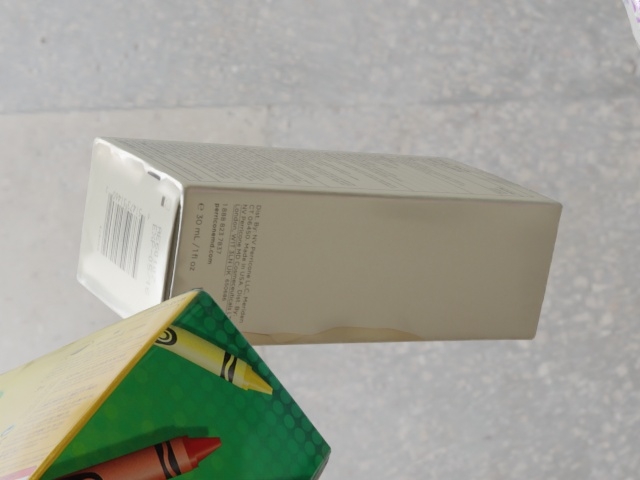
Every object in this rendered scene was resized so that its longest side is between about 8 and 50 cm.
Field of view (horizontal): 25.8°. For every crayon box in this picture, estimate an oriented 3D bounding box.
[{"bbox_3d":[-0.146,0.131,0.495,0.278,0.165,0.081,-24,109,40],"label":"crayon box"}]

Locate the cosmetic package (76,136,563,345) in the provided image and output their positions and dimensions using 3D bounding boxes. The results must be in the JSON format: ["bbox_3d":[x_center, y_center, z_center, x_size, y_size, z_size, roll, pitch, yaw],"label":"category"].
[{"bbox_3d":[0.000,0.000,1.005,0.160,0.309,0.113,29,112,56],"label":"cosmetic package"}]

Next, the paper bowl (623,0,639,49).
[{"bbox_3d":[0.223,-0.111,0.389,0.284,0.148,0.284,0,99,0],"label":"paper bowl"}]
